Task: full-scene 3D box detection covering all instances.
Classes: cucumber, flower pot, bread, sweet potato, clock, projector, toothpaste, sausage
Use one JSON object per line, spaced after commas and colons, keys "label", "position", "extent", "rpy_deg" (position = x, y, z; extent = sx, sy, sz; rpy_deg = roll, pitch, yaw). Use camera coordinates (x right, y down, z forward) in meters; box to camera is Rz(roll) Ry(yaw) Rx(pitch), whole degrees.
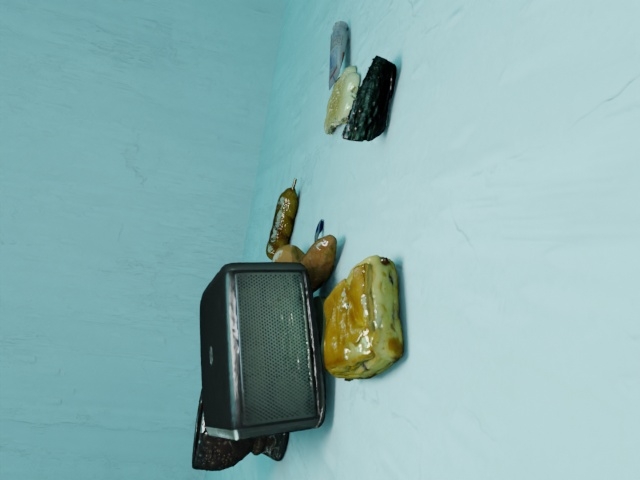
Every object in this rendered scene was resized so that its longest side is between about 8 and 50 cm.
{"label": "cucumber", "position": [0.119, -0.306, 1.126], "extent": [0.115, 0.086, 0.192], "rpy_deg": [-3, -71, -72]}
{"label": "flower pot", "position": [-0.244, 0.571, 1.550], "extent": [0.266, 0.267, 0.266], "rpy_deg": [-172, 90, -76]}
{"label": "bread", "position": [0.060, -0.421, 1.497], "extent": [0.251, 0.039, 0.181], "rpy_deg": [170, 108, -75]}
{"label": "bread", "position": [0.071, 0.158, 0.965], "extent": [0.235, 0.099, 0.210], "rpy_deg": [124, 152, -56]}
{"label": "sweet potato", "position": [-0.014, 0.065, 1.349], "extent": [0.251, 0.097, 0.097], "rpy_deg": [115, 159, -48]}
{"label": "clock", "position": [-0.014, 0.267, 1.359], "extent": [0.235, 0.029, 0.234], "rpy_deg": [-169, 90, -76]}
{"label": "projector", "position": [-0.166, 0.286, 1.307], "extent": [0.395, 0.242, 0.404], "rpy_deg": [138, 128, -62]}
{"label": "toothpaste", "position": [0.052, -0.582, 1.561], "extent": [0.089, 0.057, 0.234], "rpy_deg": [133, 150, -59]}
{"label": "sausage", "position": [-0.104, 0.130, 1.594], "extent": [0.136, 0.120, 0.241], "rpy_deg": [44, -131, -60]}
{"label": "bread", "position": [-0.145, -0.079, 1.954], "extent": [0.124, 0.084, 0.343], "rpy_deg": [-122, 44, -68]}

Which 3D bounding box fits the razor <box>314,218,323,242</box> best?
{"label": "razor", "position": [-0.004, 0.000, 1.485], "extent": [0.044, 0.028, 0.154], "rpy_deg": [121, 154, -55]}
